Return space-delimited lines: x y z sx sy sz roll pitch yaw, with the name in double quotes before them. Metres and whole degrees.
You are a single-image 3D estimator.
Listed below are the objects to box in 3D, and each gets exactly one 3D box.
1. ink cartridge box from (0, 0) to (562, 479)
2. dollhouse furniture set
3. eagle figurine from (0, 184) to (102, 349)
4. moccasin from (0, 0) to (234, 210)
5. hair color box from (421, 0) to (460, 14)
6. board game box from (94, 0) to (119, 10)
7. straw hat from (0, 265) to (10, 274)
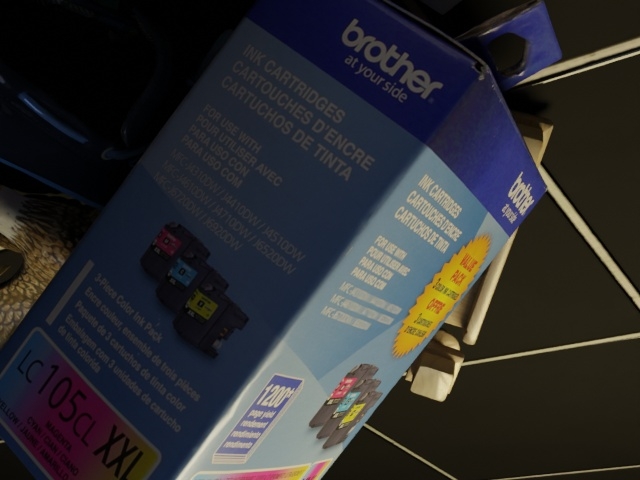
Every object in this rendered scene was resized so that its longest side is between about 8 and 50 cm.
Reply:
"ink cartridge box" 0.000 0.000 0.637 0.151 0.396 0.270 37 -176 22
"dollhouse furniture set" 0.017 -0.019 0.920 0.303 0.174 0.356 17 121 3
"eagle figurine" -0.229 0.020 0.813 0.298 0.225 0.226 -27 -179 40
"moccasin" -0.135 -0.087 0.624 0.342 0.138 0.116 11 156 -43
"hair color box" 0.044 -0.211 0.560 0.167 0.053 0.093 26 145 -30
"board game box" -0.268 -0.152 0.714 0.210 0.047 0.160 12 149 -16
"straw hat" -0.400 0.040 0.992 0.144 0.144 0.061 -21 105 38
